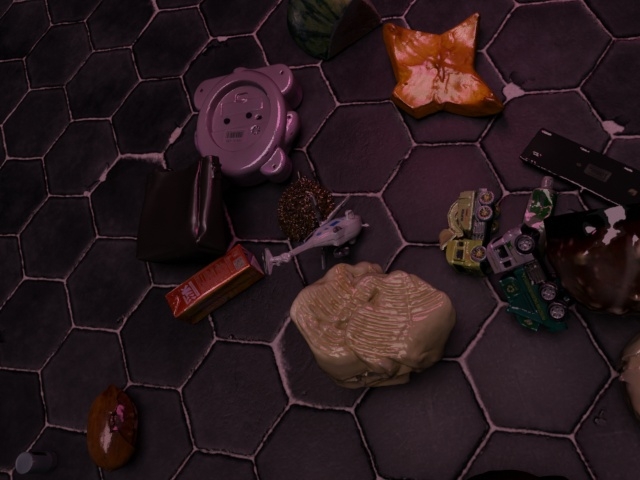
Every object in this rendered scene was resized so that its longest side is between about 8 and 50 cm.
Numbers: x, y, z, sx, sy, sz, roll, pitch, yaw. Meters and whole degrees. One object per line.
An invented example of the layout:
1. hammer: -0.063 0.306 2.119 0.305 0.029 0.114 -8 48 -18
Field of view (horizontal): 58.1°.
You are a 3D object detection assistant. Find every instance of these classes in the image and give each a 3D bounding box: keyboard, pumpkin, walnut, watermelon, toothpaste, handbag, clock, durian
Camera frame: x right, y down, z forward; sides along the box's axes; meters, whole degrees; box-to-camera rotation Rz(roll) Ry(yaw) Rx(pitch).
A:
1. keyboard: 0.590 -0.136 1.235 0.317 0.027 0.106 35 82 26
2. pumpkin: 0.291 -0.411 1.398 0.258 0.095 0.290 -8 73 12
3. walnut: -0.492 0.439 1.365 0.116 0.116 0.207 -21 59 11
4. watermelon: 0.034 -0.632 1.557 0.213 0.201 0.261 59 139 25
5. toothpaste: 0.457 -0.020 1.230 0.078 0.047 0.248 15 80 16
6. handbag: -0.342 -0.073 1.430 0.285 0.113 0.257 -8 80 41
7. clock: -0.195 -0.293 1.515 0.296 0.113 0.322 -7 71 17
8. durian: -0.047 -0.092 1.403 0.148 0.091 0.188 -12 66 14

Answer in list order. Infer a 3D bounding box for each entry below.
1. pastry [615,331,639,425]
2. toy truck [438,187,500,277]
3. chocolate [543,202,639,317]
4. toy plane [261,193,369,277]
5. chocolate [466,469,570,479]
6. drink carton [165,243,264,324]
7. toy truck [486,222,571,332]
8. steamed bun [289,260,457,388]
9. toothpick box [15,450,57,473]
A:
1. pastry: 0.665 0.261 1.014 0.265 0.133 0.264 -5 74 18
2. toy truck: 0.321 -0.020 1.255 0.116 0.085 0.191 2 71 30
3. chocolate: 0.594 0.036 1.054 0.340 0.225 0.210 -7 89 -2
4. toy plane: -0.002 -0.010 1.293 0.107 0.273 0.182 11 101 40
5. chocolate: 0.347 0.545 0.927 0.384 0.383 0.331 -22 52 10
6. drink carton: -0.255 0.109 1.400 0.223 0.096 0.071 -34 64 5
7. toy truck: 0.411 0.081 1.153 0.116 0.110 0.216 -27 89 28
8. steamed bun: 0.116 0.181 1.197 0.289 0.203 0.276 -30 55 -8
9. toothpick box: -0.691 0.541 1.404 0.052 0.083 0.052 -6 70 17
